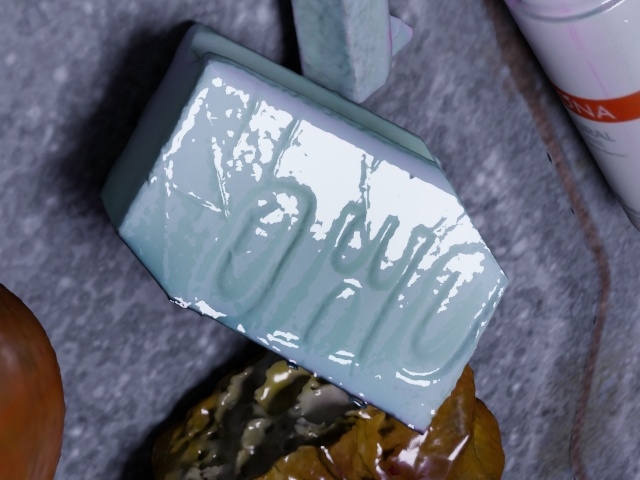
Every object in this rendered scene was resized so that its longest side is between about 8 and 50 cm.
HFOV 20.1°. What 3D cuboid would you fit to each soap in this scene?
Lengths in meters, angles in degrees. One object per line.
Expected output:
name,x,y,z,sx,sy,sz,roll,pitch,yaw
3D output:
soap,0.000,0.000,0.994,0.230,0.091,0.145,26,103,-20

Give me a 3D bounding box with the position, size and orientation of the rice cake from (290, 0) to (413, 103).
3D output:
rice cake,0.011,-0.197,0.954,0.081,0.051,0.290,-43,144,-33

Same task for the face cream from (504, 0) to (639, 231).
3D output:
face cream,0.185,-0.122,1.120,0.102,0.102,0.345,-45,138,-4

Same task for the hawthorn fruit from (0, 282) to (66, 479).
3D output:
hawthorn fruit,-0.242,0.086,0.783,0.301,0.268,0.268,-50,139,0

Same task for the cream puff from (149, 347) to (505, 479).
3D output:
cream puff,0.002,0.161,1.145,0.241,0.155,0.269,16,115,-41
